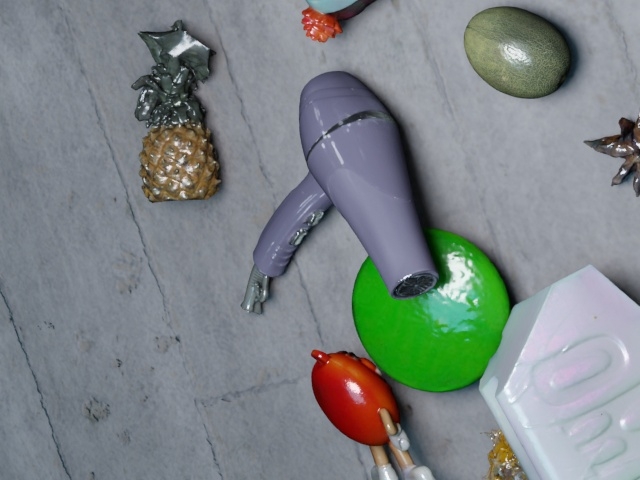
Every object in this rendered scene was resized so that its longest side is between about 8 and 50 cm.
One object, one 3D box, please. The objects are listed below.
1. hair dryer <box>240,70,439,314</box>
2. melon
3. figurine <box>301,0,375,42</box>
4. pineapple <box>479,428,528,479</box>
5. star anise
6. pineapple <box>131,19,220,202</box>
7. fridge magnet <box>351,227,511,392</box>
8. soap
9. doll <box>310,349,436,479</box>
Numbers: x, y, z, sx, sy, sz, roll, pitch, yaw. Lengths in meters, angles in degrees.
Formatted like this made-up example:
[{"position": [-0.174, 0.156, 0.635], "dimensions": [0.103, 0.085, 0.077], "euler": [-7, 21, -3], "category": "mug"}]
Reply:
[{"position": [0.000, 0.000, 1.604], "dimensions": [0.361, 0.121, 0.301], "euler": [-50, 52, 42], "category": "hair dryer"}, {"position": [0.225, -0.216, 1.459], "dimensions": [0.131, 0.098, 0.098], "euler": [36, 114, 21], "category": "melon"}, {"position": [-0.013, -0.370, 1.544], "dimensions": [0.138, 0.110, 0.245], "euler": [-38, 78, 30], "category": "figurine"}, {"position": [0.292, 0.296, 1.550], "dimensions": [0.225, 0.076, 0.224], "euler": [6, 102, 27], "category": "pineapple"}, {"position": [0.373, -0.090, 1.432], "dimensions": [0.124, 0.056, 0.129], "euler": [-40, 79, 39], "category": "star anise"}, {"position": [-0.189, -0.171, 1.679], "dimensions": [0.111, 0.119, 0.237], "euler": [-171, 75, -71], "category": "pineapple"}, {"position": [0.137, 0.085, 1.573], "dimensions": [0.208, 0.088, 0.208], "euler": [6, 105, 26], "category": "fridge magnet"}, {"position": [0.326, 0.212, 1.442], "dimensions": [0.208, 0.115, 0.347], "euler": [-27, 82, -7], "category": "soap"}, {"position": [0.055, 0.219, 1.620], "dimensions": [0.217, 0.085, 0.183], "euler": [56, 159, -7], "category": "doll"}]
